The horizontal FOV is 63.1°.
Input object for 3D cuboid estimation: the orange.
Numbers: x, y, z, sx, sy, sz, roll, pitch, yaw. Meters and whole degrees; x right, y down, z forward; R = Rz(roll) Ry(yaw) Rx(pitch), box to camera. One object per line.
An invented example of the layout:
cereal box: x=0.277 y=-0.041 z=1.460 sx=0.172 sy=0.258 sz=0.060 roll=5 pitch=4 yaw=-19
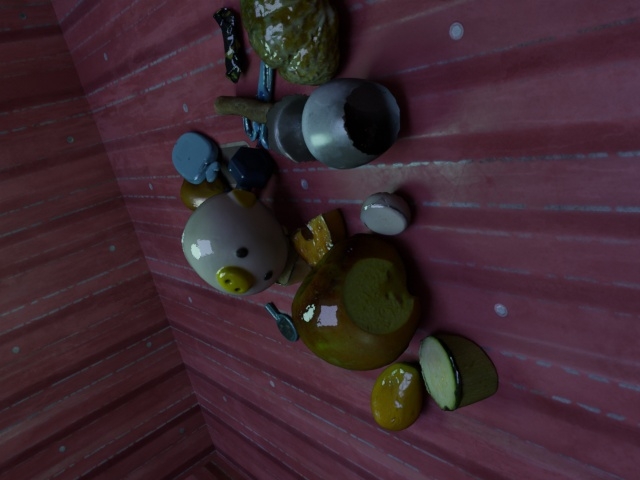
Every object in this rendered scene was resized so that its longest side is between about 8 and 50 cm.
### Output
orange: x=-0.088 y=-0.573 z=1.333 sx=0.271 sy=0.211 sz=0.368 roll=-4 pitch=106 yaw=56

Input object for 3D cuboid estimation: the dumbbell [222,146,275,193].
dumbbell: x=-0.276 y=-0.187 z=1.873 sx=0.144 sy=0.160 sz=0.324 roll=28 pitch=141 yaw=-3

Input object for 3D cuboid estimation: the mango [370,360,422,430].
mango: x=0.247 y=0.498 z=1.663 sx=0.176 sy=0.119 sz=0.316 roll=46 pitch=137 yaw=37

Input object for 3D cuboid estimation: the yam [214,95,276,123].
yam: x=-0.236 y=-0.420 z=1.674 sx=0.357 sy=0.081 sz=0.081 roll=22 pitch=128 yaw=46

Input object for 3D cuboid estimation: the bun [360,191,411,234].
bun: x=0.180 y=-0.085 z=1.402 sx=0.138 sy=0.094 sz=0.138 roll=14 pitch=145 yaw=10

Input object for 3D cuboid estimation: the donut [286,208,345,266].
donut: x=0.000 y=0.005 z=1.679 sx=0.259 sy=0.101 sz=0.152 roll=-28 pitch=89 yaw=55

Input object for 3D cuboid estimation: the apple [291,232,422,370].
apple: x=0.117 y=0.184 z=1.487 sx=0.374 sy=0.374 sz=0.384 roll=44 pitch=101 yaw=26

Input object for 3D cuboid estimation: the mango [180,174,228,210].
mango: x=-0.470 y=-0.190 z=2.126 sx=0.236 sy=0.166 sz=0.136 roll=8 pitch=161 yaw=31

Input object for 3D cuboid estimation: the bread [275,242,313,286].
bread: x=-0.145 y=0.101 z=1.934 sx=0.142 sy=0.178 sz=0.266 roll=43 pitch=158 yaw=-28

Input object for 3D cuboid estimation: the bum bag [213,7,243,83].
bum bag: x=-0.292 y=-0.628 z=1.685 sx=0.107 sy=0.060 sz=0.232 roll=23 pitch=127 yaw=55

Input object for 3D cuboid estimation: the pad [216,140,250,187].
pad: x=-0.321 y=-0.288 z=1.994 sx=0.266 sy=0.002 sz=0.176 roll=6 pitch=116 yaw=51

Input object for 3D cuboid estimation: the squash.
squash: x=0.368 y=0.352 z=1.448 sx=0.220 sy=0.133 sz=0.220 roll=50 pitch=148 yaw=46

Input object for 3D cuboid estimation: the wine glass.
wine glass: x=0.035 y=-0.294 z=1.331 sx=0.323 sy=0.238 sz=0.237 roll=3 pitch=114 yaw=57

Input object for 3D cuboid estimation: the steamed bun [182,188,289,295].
steamed bun: x=-0.279 y=0.014 z=1.754 sx=0.334 sy=0.333 sz=0.374 roll=21 pitch=162 yaw=45

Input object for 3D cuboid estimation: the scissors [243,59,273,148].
scissors: x=-0.184 y=-0.464 z=1.675 sx=0.180 sy=0.032 sz=0.392 roll=43 pitch=142 yaw=27

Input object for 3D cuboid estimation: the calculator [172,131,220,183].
calculator: x=-0.498 y=-0.329 z=2.081 sx=0.303 sy=0.042 sz=0.188 roll=37 pitch=98 yaw=38

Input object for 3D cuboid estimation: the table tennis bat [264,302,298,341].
table tennis bat: x=-0.161 y=0.336 z=2.166 sx=0.201 sy=0.033 sz=0.124 roll=46 pitch=140 yaw=16
